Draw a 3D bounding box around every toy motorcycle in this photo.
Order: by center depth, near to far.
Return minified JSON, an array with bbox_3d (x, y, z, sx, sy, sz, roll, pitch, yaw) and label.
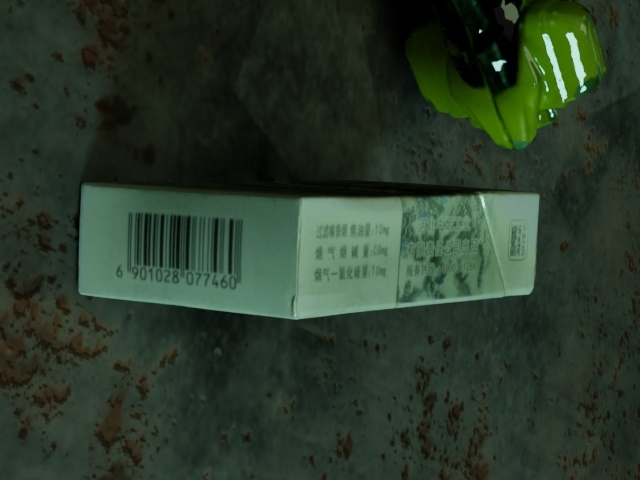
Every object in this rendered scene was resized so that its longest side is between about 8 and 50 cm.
[{"bbox_3d":[0.085,-0.208,1.141,0.206,0.142,0.342,-58,135,-29],"label":"toy motorcycle"}]

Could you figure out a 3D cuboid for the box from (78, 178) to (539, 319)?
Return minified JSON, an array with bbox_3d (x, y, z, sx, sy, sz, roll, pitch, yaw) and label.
[{"bbox_3d":[0.000,-0.001,1.031,0.256,0.164,0.069,-3,96,-54],"label":"box"}]
